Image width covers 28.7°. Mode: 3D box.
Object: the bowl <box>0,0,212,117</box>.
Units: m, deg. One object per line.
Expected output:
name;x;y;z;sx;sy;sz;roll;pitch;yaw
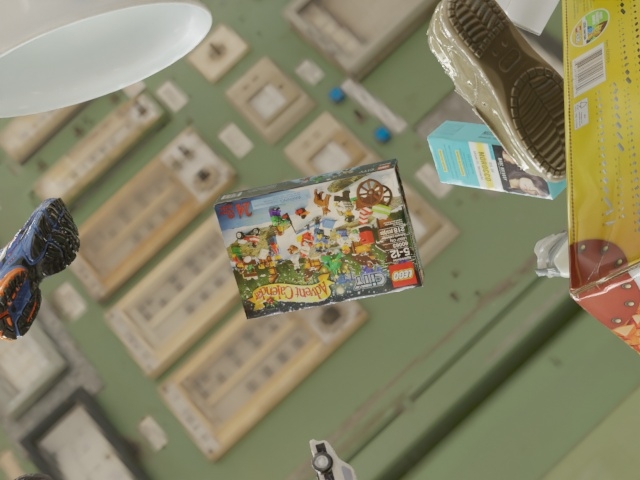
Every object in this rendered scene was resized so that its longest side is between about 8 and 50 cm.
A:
bowl;-0.278;-0.252;1.374;0.298;0.298;0.134;65;-176;-84

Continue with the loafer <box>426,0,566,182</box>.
loafer;0.222;-0.187;1.510;0.268;0.102;0.092;56;162;-13

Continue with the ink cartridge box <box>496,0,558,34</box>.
ink cartridge box;0.279;-0.508;2.133;0.270;0.198;0.197;37;-164;31

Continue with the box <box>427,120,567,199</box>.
box;0.305;-0.140;2.154;0.244;0.060;0.100;12;132;44

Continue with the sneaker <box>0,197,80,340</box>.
sneaker;-0.369;0.027;1.520;0.087;0.221;0.083;-2;130;26

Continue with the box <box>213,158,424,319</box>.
box;0.000;0.000;1.565;0.044;0.233;0.159;-68;-35;-69

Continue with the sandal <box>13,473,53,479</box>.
sandal;-0.455;0.431;1.930;0.254;0.097;0.054;-122;29;-62

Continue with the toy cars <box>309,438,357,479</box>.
toy cars;0.059;0.476;2.086;0.394;0.087;0.176;-111;6;-64

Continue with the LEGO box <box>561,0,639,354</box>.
LEGO box;0.424;-0.078;1.232;0.372;0.193;0.500;36;-138;-29

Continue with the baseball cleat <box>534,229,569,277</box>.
baseball cleat;0.374;-0.013;1.784;0.109;0.206;0.072;-8;110;47
